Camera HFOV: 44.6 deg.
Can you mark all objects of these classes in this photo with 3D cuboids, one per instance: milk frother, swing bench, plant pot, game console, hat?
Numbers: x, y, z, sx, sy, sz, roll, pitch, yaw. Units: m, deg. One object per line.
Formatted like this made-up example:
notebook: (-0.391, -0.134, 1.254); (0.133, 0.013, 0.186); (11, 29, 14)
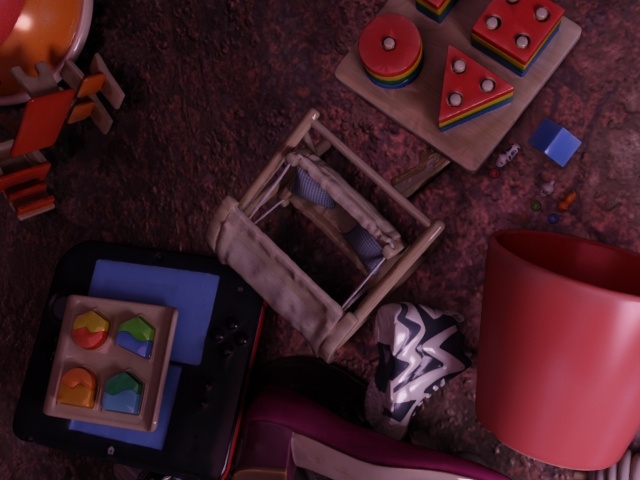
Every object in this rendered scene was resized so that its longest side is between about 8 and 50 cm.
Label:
milk frother: (-0.241, 0.398, 1.270); (0.134, 0.129, 0.143); (19, 135, 52)
swing bench: (0.000, 0.000, 1.119); (0.253, 0.165, 0.255); (43, 88, 12)
plant pot: (0.320, 0.138, 1.002); (0.274, 0.275, 0.243); (16, 105, 18)
game console: (-0.287, 0.180, 1.244); (0.386, 0.060, 0.342); (7, 72, 19)
hat: (-0.028, 0.341, 1.175); (0.331, 0.134, 0.332); (0, 89, 18)

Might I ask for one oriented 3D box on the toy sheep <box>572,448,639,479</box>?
toy sheep: (0.410, 0.322, 1.056); (0.132, 0.091, 0.091); (-2, 89, 32)

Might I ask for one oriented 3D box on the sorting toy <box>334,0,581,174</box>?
sorting toy: (0.188, -0.273, 1.097); (0.257, 0.089, 0.255); (37, 90, 14)

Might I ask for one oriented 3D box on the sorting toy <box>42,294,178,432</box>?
sorting toy: (-0.331, 0.186, 1.211); (0.208, 0.038, 0.193); (5, 77, 18)

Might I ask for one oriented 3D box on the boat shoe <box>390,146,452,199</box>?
boat shoe: (0.161, -0.114, 1.152); (0.135, 0.050, 0.045); (-40, 84, 14)

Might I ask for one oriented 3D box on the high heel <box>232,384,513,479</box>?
high heel: (0.077, 0.271, 1.045); (0.377, 0.181, 0.127); (9, 124, 5)

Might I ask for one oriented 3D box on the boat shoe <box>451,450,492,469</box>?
boat shoe: (0.118, 0.432, 1.077); (0.324, 0.120, 0.122); (-42, 89, -20)

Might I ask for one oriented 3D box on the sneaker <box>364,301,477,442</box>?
sneaker: (0.152, 0.199, 1.119); (0.153, 0.094, 0.235); (-2, 101, -19)

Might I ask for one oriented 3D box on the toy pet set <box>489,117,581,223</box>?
toy pet set: (0.313, -0.103, 1.094); (0.122, 0.065, 0.114); (39, 102, 14)

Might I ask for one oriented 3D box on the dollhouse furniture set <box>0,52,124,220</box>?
dollhouse furniture set: (-0.466, -0.160, 1.271); (0.135, 0.262, 0.259); (55, 139, 9)

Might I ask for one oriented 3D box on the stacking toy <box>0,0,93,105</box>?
stacking toy: (-0.615, -0.411, 1.183); (0.350, 0.480, 0.351); (0, 90, 19)
